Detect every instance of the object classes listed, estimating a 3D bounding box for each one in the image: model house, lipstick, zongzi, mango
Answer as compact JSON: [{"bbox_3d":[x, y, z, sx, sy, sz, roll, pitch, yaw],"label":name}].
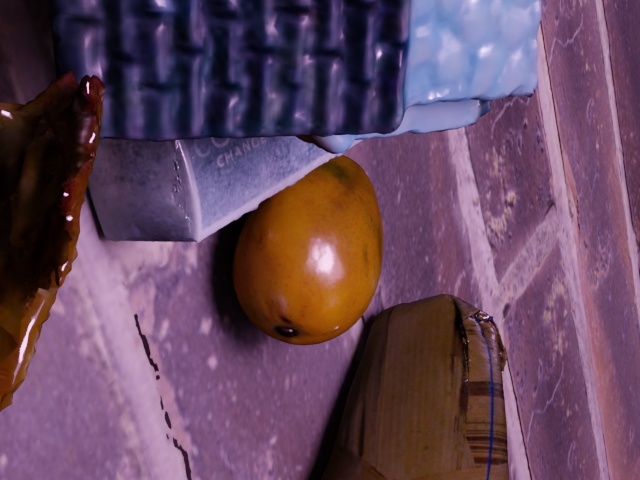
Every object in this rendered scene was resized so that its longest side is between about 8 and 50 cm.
[{"bbox_3d":[-0.048,-0.163,0.538,0.241,0.226,0.261,-18,119,-34],"label":"model house"},{"bbox_3d":[-0.031,-0.078,0.742,0.290,0.076,0.077,-38,124,-55],"label":"lipstick"},{"bbox_3d":[0.037,0.155,0.829,0.289,0.123,0.260,18,70,-56],"label":"zongzi"},{"bbox_3d":[-0.001,0.005,0.785,0.163,0.090,0.111,-35,132,-68],"label":"mango"}]

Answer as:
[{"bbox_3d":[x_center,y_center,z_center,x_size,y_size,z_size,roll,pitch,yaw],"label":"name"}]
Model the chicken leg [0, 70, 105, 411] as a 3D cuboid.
[{"bbox_3d":[-0.164,-0.055,0.371,0.140,0.212,0.361,88,12,-75],"label":"chicken leg"}]
